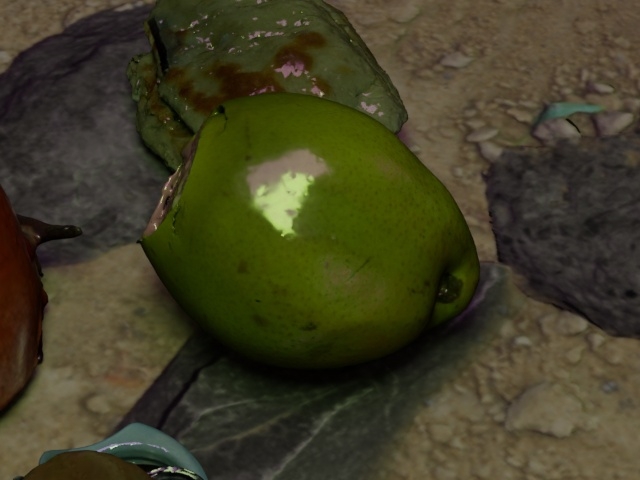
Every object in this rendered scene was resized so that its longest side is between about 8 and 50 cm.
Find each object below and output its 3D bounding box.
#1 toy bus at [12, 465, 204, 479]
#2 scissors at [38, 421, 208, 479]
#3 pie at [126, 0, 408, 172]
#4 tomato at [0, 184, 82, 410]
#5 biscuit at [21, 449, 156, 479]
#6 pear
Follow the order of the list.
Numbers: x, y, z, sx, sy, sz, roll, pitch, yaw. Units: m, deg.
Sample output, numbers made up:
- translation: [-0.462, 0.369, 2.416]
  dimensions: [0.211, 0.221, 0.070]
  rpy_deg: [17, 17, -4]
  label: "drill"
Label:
- translation: [-0.037, 0.231, 0.996]
  dimensions: [0.288, 0.138, 0.175]
  rpy_deg: [6, 63, 3]
  label: "toy bus"
- translation: [-0.031, 0.229, 1.101]
  dimensions: [0.360, 0.029, 0.191]
  rpy_deg: [19, 51, 12]
  label: "scissors"
- translation: [-0.049, -0.129, 1.408]
  dimensions: [0.201, 0.090, 0.248]
  rpy_deg: [-17, 45, -15]
  label: "pie"
- translation: [-0.326, 0.001, 1.204]
  dimensions: [0.309, 0.170, 0.309]
  rpy_deg: [2, 44, -2]
  label: "tomato"
- translation: [-0.232, 0.261, 0.899]
  dimensions: [0.394, 0.076, 0.368]
  rpy_deg: [-12, 54, 29]
  label: "biscuit"
- translation: [0.000, 0.000, 1.232]
  dimensions: [0.220, 0.187, 0.187]
  rpy_deg: [28, 47, -6]
  label: "pear"
